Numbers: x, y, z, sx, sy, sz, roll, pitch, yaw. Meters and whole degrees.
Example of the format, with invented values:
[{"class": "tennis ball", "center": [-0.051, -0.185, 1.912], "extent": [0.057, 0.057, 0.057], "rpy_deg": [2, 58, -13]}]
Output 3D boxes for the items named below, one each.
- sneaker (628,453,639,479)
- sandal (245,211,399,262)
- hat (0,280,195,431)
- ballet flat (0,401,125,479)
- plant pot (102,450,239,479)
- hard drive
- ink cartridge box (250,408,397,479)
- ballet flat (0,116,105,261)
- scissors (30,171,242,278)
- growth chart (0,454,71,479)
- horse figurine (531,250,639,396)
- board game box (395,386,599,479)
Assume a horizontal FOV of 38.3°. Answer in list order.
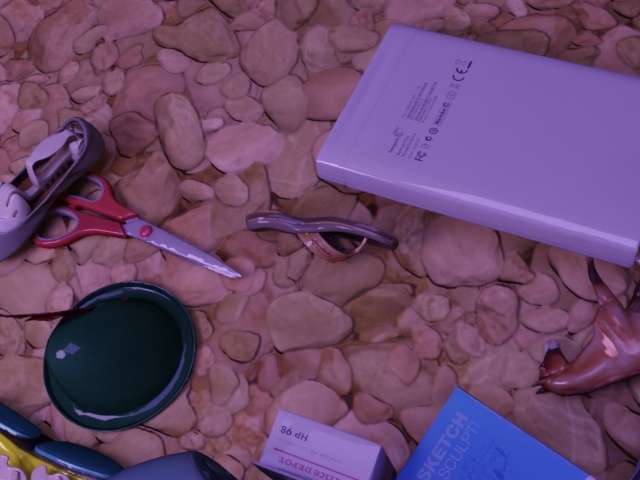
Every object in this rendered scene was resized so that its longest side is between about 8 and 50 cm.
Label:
[{"class": "sneaker", "center": [0.324, 0.310, 0.813], "extent": [0.153, 0.099, 0.282], "rpy_deg": [11, 65, 13]}, {"class": "sandal", "center": [0.000, 0.000, 1.032], "extent": [0.180, 0.072, 0.049], "rpy_deg": [6, 83, 15]}, {"class": "hat", "center": [-0.255, 0.101, 0.968], "extent": [0.208, 0.183, 0.173], "rpy_deg": [-29, 65, -3]}, {"class": "ballet flat", "center": [-0.308, 0.239, 0.988], "extent": [0.230, 0.077, 0.077], "rpy_deg": [21, 93, 21]}, {"class": "plant pot", "center": [-0.127, 0.319, 0.757], "extent": [0.235, 0.293, 0.293], "rpy_deg": [-44, 66, -5]}, {"class": "hard drive", "center": [0.203, -0.119, 1.031], "extent": [0.352, 0.047, 0.233], "rpy_deg": [17, 60, 20]}, {"class": "ink cartridge box", "center": [0.008, 0.214, 0.870], "extent": [0.104, 0.180, 0.060], "rpy_deg": [16, 71, 17]}, {"class": "ballet flat", "center": [-0.349, -0.065, 1.104], "extent": [0.072, 0.068, 0.213], "rpy_deg": [37, 78, 23]}, {"class": "scissors", "center": [-0.220, -0.024, 1.107], "extent": [0.296, 0.021, 0.109], "rpy_deg": [9, 66, 16]}, {"class": "growth chart", "center": [-0.265, 0.312, 0.927], "extent": [0.237, 0.021, 0.172], "rpy_deg": [12, 99, 17]}, {"class": "horse figurine", "center": [0.357, 0.087, 0.924], "extent": [0.263, 0.066, 0.175], "rpy_deg": [8, 61, 17]}, {"class": "board game box", "center": [0.135, 0.326, 0.804], "extent": [0.242, 0.064, 0.317], "rpy_deg": [31, 86, 35]}]
